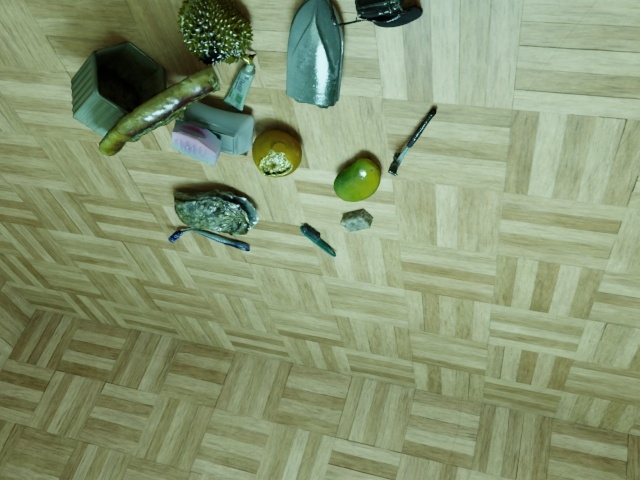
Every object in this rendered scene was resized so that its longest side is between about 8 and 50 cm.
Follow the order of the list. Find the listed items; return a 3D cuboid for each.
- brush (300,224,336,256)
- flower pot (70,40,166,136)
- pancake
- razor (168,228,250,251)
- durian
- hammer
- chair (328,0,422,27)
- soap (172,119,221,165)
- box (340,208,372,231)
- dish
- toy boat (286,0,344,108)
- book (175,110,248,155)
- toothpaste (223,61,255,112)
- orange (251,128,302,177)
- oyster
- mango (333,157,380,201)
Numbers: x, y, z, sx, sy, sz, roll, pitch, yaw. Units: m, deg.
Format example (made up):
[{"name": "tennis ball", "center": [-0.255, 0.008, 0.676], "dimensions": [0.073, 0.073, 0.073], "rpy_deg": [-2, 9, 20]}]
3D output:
[{"name": "brush", "center": [0.000, 0.000, 2.425], "dimensions": [0.032, 0.043, 0.193], "rpy_deg": [-31, 126, 32]}, {"name": "flower pot", "center": [-0.575, -0.421, 1.902], "dimensions": [0.239, 0.209, 0.189], "rpy_deg": [35, 145, -27]}, {"name": "pancake", "center": [-0.430, -0.333, 1.801], "dimensions": [0.426, 0.305, 0.067], "rpy_deg": [-30, 94, 12]}, {"name": "razor", "center": [-0.432, -0.007, 2.639], "dimensions": [0.324, 0.093, 0.056], "rpy_deg": [10, 113, 8]}, {"name": "durian", "center": [-0.262, -0.503, 1.673], "dimensions": [0.193, 0.138, 0.237], "rpy_deg": [-12, 139, 42]}, {"name": "hammer", "center": [0.249, -0.266, 1.827], "dimensions": [0.029, 0.103, 0.246], "rpy_deg": [28, 141, -5]}, {"name": "chair", "center": [0.125, -0.540, 1.444], "dimensions": [0.140, 0.221, 0.145], "rpy_deg": [0, 102, 30]}, {"name": "soap", "center": [-0.365, -0.287, 1.951], "dimensions": [0.149, 0.056, 0.100], "rpy_deg": [21, 147, -2]}, {"name": "box", "center": [0.121, -0.066, 2.247], "dimensions": [0.098, 0.045, 0.062], "rpy_deg": [-13, 136, 43]}, {"name": "dish", "center": [-0.310, -0.324, 1.990], "dimensions": [0.212, 0.077, 0.151], "rpy_deg": [17, 147, 3]}, {"name": "toy boat", "center": [-0.012, -0.466, 1.648], "dimensions": [0.141, 0.092, 0.320], "rpy_deg": [15, 142, 8]}, {"name": "book", "center": [-0.338, -0.344, 2.073], "dimensions": [0.230, 0.026, 0.161], "rpy_deg": [14, 149, 7]}, {"name": "toothpaste", "center": [-0.221, -0.428, 1.867], "dimensions": [0.064, 0.041, 0.218], "rpy_deg": [35, 150, -5]}, {"name": "orange", "center": [-0.132, -0.256, 2.000], "dimensions": [0.154, 0.134, 0.155], "rpy_deg": [16, 157, 7]}, {"name": "oyster", "center": [-0.392, -0.113, 2.381], "dimensions": [0.350, 0.158, 0.162], "rpy_deg": [15, 107, 21]}, {"name": "mango", "center": [0.116, -0.177, 2.034], "dimensions": [0.122, 0.086, 0.191], "rpy_deg": [35, 147, -19]}]
